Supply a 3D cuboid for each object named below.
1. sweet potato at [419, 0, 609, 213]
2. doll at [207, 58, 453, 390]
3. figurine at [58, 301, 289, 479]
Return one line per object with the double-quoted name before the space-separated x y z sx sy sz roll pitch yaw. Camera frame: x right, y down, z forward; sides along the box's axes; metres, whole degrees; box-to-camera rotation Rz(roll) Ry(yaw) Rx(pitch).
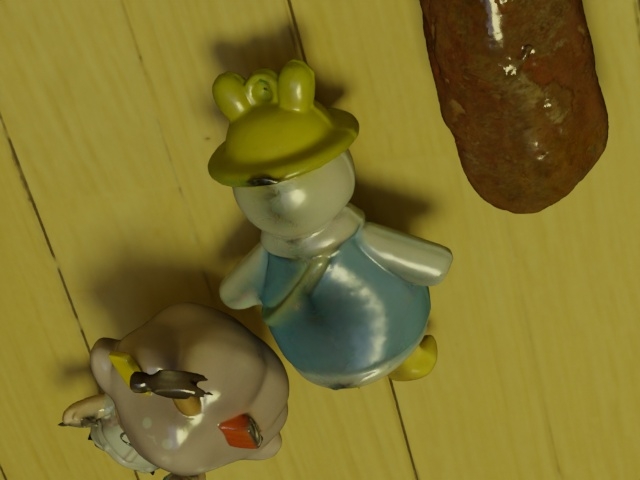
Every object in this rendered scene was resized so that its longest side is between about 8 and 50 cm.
"sweet potato" 0.099 -0.134 0.999 0.097 0.097 0.252 -7 119 14
"doll" 0.001 -0.001 1.098 0.135 0.099 0.241 18 138 47
"figurine" -0.091 0.105 1.171 0.137 0.112 0.229 36 150 -7
